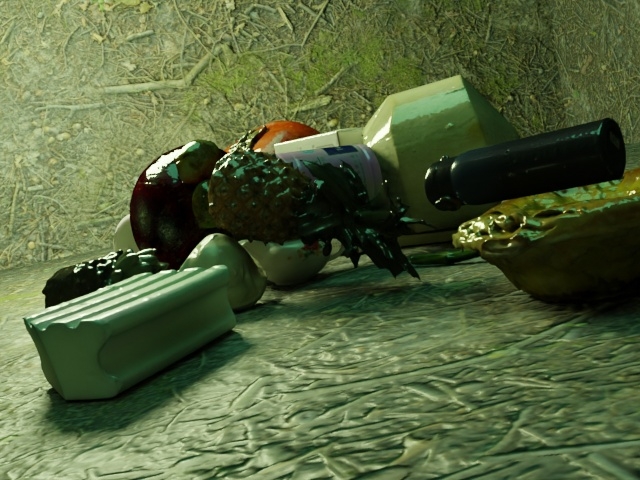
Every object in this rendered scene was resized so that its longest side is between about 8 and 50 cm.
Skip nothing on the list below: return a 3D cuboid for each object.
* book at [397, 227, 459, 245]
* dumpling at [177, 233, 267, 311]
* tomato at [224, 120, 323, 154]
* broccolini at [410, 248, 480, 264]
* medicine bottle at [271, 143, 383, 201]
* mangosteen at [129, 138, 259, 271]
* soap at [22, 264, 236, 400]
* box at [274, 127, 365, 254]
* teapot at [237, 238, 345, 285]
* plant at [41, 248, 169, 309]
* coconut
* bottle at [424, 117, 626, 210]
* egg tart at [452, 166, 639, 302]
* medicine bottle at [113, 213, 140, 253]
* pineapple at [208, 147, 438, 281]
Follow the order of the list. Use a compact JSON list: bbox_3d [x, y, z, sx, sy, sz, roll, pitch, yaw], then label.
[{"bbox_3d":[0.287,-0.027,1.614,0.289,0.026,0.201,-6,9,32],"label":"book"},{"bbox_3d":[-0.155,0.059,1.244,0.199,0.136,0.118,-30,-23,-54],"label":"dumpling"},{"bbox_3d":[-0.104,-0.131,1.890,0.293,0.290,0.325,-15,34,43],"label":"tomato"},{"bbox_3d":[0.254,0.017,1.254,0.239,0.051,0.054,-13,21,34],"label":"broccolini"},{"bbox_3d":[-0.026,-0.093,1.448,0.253,0.152,0.152,-10,6,-19],"label":"medicine bottle"},{"bbox_3d":[-0.249,-0.056,1.612,0.300,0.301,0.300,-11,6,1],"label":"mangosteen"},{"bbox_3d":[-0.243,0.111,0.989,0.172,0.095,0.289,-7,8,25],"label":"soap"},{"bbox_3d":[0.020,-0.101,1.673,0.194,0.261,0.111,-4,10,44],"label":"box"},{"bbox_3d":[-0.045,0.028,1.406,0.226,0.092,0.145,-13,9,-33],"label":"teapot"},{"bbox_3d":[-0.329,0.087,1.213,0.194,0.129,0.132,-12,8,22],"label":"plant"},{"bbox_3d":[0.246,-0.167,1.534,0.322,0.323,0.323,-11,6,1],"label":"coconut"},{"bbox_3d":[0.241,-0.085,0.945,0.244,0.082,0.072,-9,-37,42],"label":"bottle"},{"bbox_3d":[0.325,-0.007,0.936,0.340,0.129,0.341,-12,7,1],"label":"egg tart"},{"bbox_3d":[-0.350,-0.008,1.877,0.170,0.170,0.293,-8,8,26],"label":"medicine bottle"},{"bbox_3d":[0.003,-0.050,1.216,0.364,0.166,0.165,13,16,24],"label":"pineapple"}]
